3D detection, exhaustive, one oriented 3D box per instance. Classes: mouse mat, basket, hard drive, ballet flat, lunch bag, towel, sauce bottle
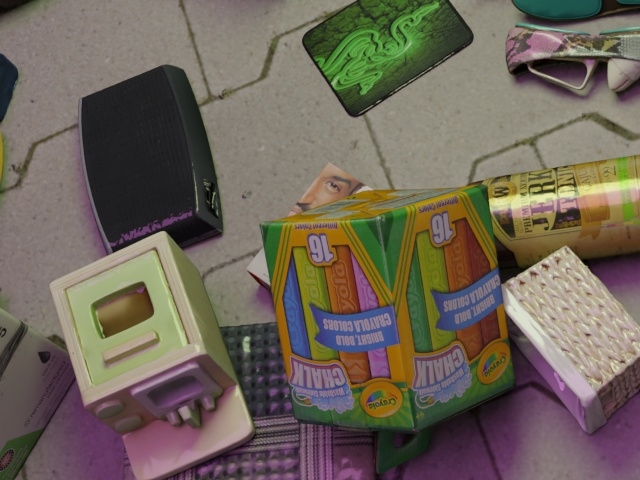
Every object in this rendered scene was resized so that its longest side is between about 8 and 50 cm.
[{"bbox_3d":[0.084,-0.260,1.728,0.189,0.007,0.152,-33,62,3],"label":"mouse mat"},{"bbox_3d":[0.277,0.104,1.452,0.103,0.113,0.167,-35,61,-3],"label":"basket"},{"bbox_3d":[-0.229,-0.102,1.737,0.172,0.054,0.255,-20,63,10],"label":"hard drive"},{"bbox_3d":[0.349,-0.315,1.638,0.232,0.080,0.073,0,40,16],"label":"ballet flat"},{"bbox_3d":[-0.468,-0.219,1.858,0.065,0.067,0.098,8,70,21],"label":"lunch bag"},{"bbox_3d":[0.326,-0.217,1.600,0.221,0.077,0.079,5,88,25],"label":"ballet flat"},{"bbox_3d":[-0.084,0.251,1.551,0.312,0.056,0.324,-7,64,12],"label":"towel"},{"bbox_3d":[0.232,-0.022,1.519,0.344,0.111,0.111,-10,65,14],"label":"sauce bottle"}]

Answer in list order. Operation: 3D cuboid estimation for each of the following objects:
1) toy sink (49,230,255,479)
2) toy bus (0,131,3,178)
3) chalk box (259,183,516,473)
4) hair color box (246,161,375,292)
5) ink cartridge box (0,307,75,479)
[{"bbox_3d":[-0.193,0.134,1.529,0.153,0.131,0.234,-24,62,4],"label":"toy sink"},{"bbox_3d":[-0.562,-0.114,1.766,0.220,0.211,0.149,-7,68,17],"label":"toy bus"},{"bbox_3d":[0.079,0.100,1.423,0.179,0.180,0.289,-3,102,45],"label":"chalk box"},{"bbox_3d":[0.000,0.000,1.619,0.093,0.053,0.167,33,80,28],"label":"hair color box"},{"bbox_3d":[-0.426,0.164,1.566,0.114,0.273,0.198,25,78,26],"label":"ink cartridge box"}]
